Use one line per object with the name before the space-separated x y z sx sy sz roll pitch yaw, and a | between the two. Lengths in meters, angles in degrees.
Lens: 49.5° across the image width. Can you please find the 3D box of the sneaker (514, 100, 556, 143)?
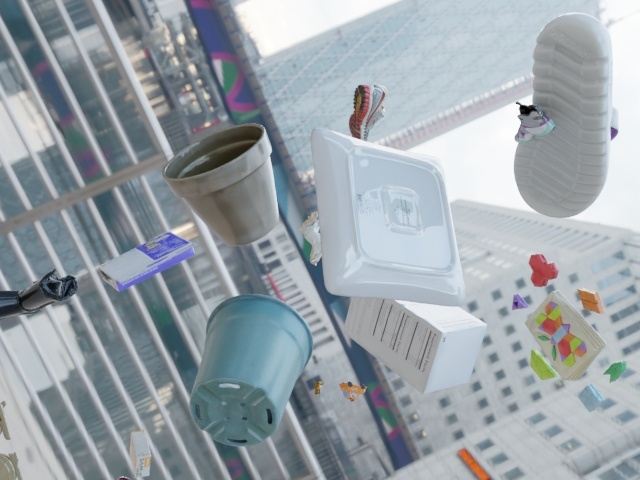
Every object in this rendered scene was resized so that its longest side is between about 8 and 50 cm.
sneaker | 0.344 -0.203 1.161 0.069 0.038 0.098 50 -19 -8

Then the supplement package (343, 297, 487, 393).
supplement package | 0.182 0.176 1.379 0.244 0.139 0.134 34 -62 46

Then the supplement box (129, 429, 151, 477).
supplement box | -0.438 0.517 1.684 0.098 0.036 0.062 -133 -132 -57

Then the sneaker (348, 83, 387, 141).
sneaker | 0.142 -0.353 2.005 0.225 0.092 0.088 103 -30 -52

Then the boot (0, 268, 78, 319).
boot | -0.803 0.147 1.860 0.246 0.207 0.094 -1 70 -56

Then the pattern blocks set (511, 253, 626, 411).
pattern blocks set | 0.557 0.216 1.597 0.325 0.026 0.285 50 -40 44

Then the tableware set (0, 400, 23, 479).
tableware set | -0.698 0.443 1.488 0.039 0.128 0.194 -20 95 -75

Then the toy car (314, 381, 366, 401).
toy car | 0.044 0.338 1.545 0.060 0.122 0.041 23 65 -39

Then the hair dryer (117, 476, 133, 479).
hair dryer | -0.327 0.552 1.170 0.080 0.223 0.294 39 37 -69

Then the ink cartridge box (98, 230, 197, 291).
ink cartridge box | -0.418 0.053 1.693 0.208 0.206 0.045 17 -50 58

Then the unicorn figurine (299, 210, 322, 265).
unicorn figurine | 0.000 0.000 1.728 0.162 0.111 0.060 47 -10 50

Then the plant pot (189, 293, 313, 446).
plant pot | -0.211 0.387 2.011 0.334 0.341 0.341 -75 148 -60

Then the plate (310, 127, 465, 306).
plate | 0.119 -0.040 1.106 0.045 0.278 0.277 -32 -123 51

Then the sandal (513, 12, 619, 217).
sandal | 0.440 -0.201 1.193 0.169 0.102 0.416 31 -31 30

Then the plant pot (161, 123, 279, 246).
plant pot | -0.259 -0.149 2.053 0.280 0.323 0.323 66 -6 -29
